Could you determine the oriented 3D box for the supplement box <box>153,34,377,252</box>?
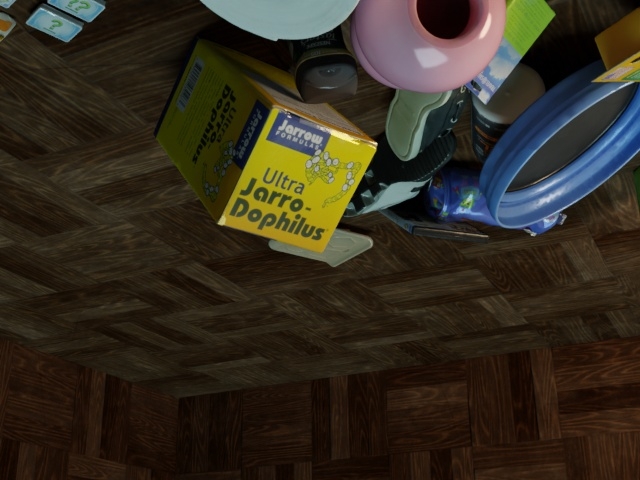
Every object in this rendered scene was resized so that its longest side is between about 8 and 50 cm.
[{"bbox_3d":[-0.102,-0.162,1.400,0.194,0.356,0.195,16,109,-33],"label":"supplement box"}]

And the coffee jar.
[{"bbox_3d":[-0.003,-0.292,1.338,0.096,0.184,0.079,-10,144,-8],"label":"coffee jar"}]

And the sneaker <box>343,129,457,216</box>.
[{"bbox_3d":[0.177,-0.152,1.809,0.146,0.122,0.330,-5,164,-41],"label":"sneaker"}]

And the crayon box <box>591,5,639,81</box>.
[{"bbox_3d":[0.569,-0.321,1.321,0.323,0.083,0.203,-8,165,-37],"label":"crayon box"}]

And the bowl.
[{"bbox_3d":[0.455,-0.177,1.571,0.391,0.077,0.391,-27,155,-14],"label":"bowl"}]

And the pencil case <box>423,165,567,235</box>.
[{"bbox_3d":[0.380,-0.087,1.922,0.306,0.133,0.119,6,-177,-14],"label":"pencil case"}]

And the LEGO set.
[{"bbox_3d":[-0.437,-0.379,1.301,0.182,0.060,0.244,-26,146,38],"label":"LEGO set"}]

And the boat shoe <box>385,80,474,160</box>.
[{"bbox_3d":[0.209,-0.266,1.523,0.113,0.127,0.340,-23,153,-21],"label":"boat shoe"}]

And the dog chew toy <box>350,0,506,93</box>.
[{"bbox_3d":[0.135,-0.309,1.270,0.206,0.206,0.332,3,-177,-9],"label":"dog chew toy"}]

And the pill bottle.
[{"bbox_3d":[0.345,-0.213,1.622,0.130,0.130,0.245,-5,157,9],"label":"pill bottle"}]

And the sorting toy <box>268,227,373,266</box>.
[{"bbox_3d":[0.000,0.000,2.240,0.208,0.038,0.193,19,150,-29],"label":"sorting toy"}]

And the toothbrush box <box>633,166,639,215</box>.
[{"bbox_3d":[0.777,-0.108,1.787,0.122,0.206,0.283,5,157,-12],"label":"toothbrush box"}]

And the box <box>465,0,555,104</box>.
[{"bbox_3d":[0.278,-0.313,1.364,0.109,0.042,0.178,27,103,-48],"label":"box"}]

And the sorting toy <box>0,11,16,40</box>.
[{"bbox_3d":[-0.548,-0.348,1.403,0.083,0.045,0.075,-18,132,35],"label":"sorting toy"}]

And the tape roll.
[{"bbox_3d":[-0.059,-0.392,1.083,0.286,0.100,0.286,16,144,12],"label":"tape roll"}]

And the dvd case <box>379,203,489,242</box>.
[{"bbox_3d":[0.248,-0.042,1.976,0.180,0.022,0.253,7,-168,-16],"label":"dvd case"}]
